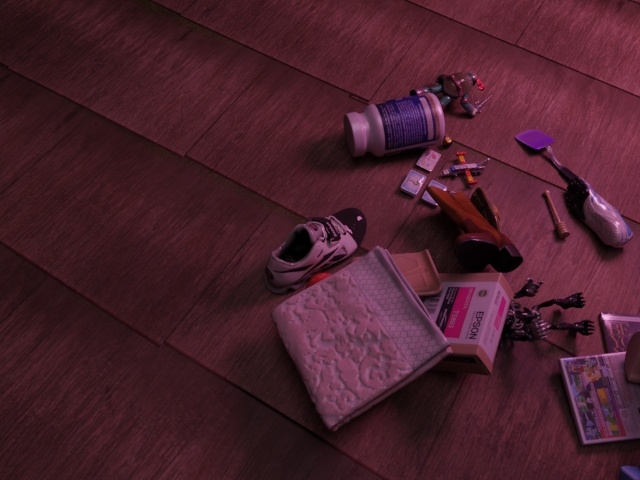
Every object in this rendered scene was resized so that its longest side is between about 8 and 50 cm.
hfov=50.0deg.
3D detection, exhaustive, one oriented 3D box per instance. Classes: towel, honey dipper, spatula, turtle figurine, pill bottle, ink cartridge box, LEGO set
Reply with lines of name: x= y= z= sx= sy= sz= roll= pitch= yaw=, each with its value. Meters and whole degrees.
towel: x=0.079 y=0.200 z=1.507 sx=0.316 sy=0.053 sz=0.332 roll=-33 pitch=50 yaw=1
honey dipper: x=0.652 y=-0.077 z=1.902 sx=0.030 sy=0.031 sz=0.161 roll=-3 pitch=53 yaw=-6
spatula: x=0.695 y=-0.230 z=2.004 sx=0.084 sy=0.030 sz=0.296 roll=-25 pitch=61 yaw=-20
turtle figurine: x=0.401 y=-0.455 z=2.091 sx=0.234 sy=0.118 sz=0.175 roll=-25 pitch=61 yaw=-13
pill bottle: x=0.207 y=-0.324 z=1.956 sx=0.264 sy=0.153 sz=0.153 roll=-13 pitch=58 yaw=-8
ink cartridge box: x=0.325 y=0.189 z=1.610 sx=0.193 sy=0.088 sz=0.235 roll=-4 pitch=46 yaw=39
LEGO set: x=0.360 y=-0.199 z=1.946 sx=0.182 sy=0.060 sz=0.244 roll=28 pitch=58 yaw=10

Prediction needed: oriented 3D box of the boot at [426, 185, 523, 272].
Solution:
boot: x=0.359 y=-0.052 z=1.725 sx=0.264 sy=0.096 sz=0.280 roll=3 pitch=42 yaw=-41

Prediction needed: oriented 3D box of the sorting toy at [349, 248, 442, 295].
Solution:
sorting toy: x=0.183 y=0.092 z=1.705 sx=0.208 sy=0.038 sz=0.193 roll=-8 pitch=29 yaw=0

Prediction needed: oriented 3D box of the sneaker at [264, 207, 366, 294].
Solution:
sneaker: x=0.000 y=0.000 z=1.735 sx=0.122 sy=0.146 sz=0.330 roll=40 pitch=61 yaw=22

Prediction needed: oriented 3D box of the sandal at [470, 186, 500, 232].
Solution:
sandal: x=0.457 y=-0.067 z=1.864 sx=0.049 sy=0.072 sz=0.180 roll=14 pitch=49 yaw=-28

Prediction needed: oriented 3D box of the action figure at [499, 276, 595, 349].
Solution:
action figure: x=0.511 y=0.173 z=1.657 sx=0.275 sy=0.141 sz=0.164 roll=-1 pitch=68 yaw=-7

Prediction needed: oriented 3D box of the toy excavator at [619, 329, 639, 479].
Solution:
toy excavator: x=0.737 y=0.432 z=1.403 sx=0.222 sy=0.433 sz=0.446 roll=9 pitch=91 yaw=2

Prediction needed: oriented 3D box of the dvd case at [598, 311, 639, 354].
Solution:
dvd case: x=0.782 y=0.280 z=1.675 sx=0.164 sy=0.018 sz=0.221 roll=4 pitch=56 yaw=-1

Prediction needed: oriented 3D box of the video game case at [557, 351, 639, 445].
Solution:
video game case: x=0.666 y=0.364 z=1.592 sx=0.183 sy=0.023 sz=0.202 roll=-5 pitch=64 yaw=-5

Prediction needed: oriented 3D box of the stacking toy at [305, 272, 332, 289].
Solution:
stacking toy: x=0.067 y=0.206 z=1.615 sx=0.141 sy=0.141 sz=0.330 roll=-20 pitch=55 yaw=-16

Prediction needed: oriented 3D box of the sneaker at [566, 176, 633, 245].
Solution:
sneaker: x=0.763 y=-0.079 z=1.886 sx=0.086 sy=0.085 sz=0.237 roll=-1 pitch=50 yaw=-35
